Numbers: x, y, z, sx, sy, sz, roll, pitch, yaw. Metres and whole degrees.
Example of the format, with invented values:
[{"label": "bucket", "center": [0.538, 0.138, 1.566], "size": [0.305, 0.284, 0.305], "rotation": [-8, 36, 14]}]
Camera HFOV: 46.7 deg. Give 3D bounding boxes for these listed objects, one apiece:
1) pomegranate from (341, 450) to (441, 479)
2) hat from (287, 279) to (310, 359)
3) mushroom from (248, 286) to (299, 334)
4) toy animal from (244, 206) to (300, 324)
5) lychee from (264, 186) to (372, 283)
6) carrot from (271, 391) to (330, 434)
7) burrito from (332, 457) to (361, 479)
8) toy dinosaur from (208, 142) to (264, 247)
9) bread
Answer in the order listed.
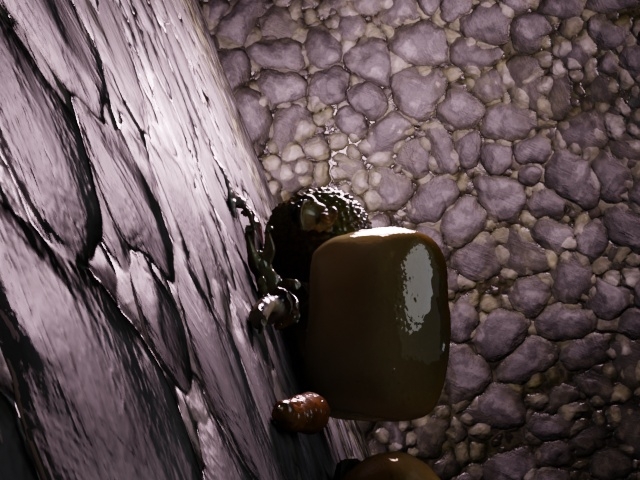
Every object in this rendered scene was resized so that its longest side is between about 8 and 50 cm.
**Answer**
[{"label": "pomegranate", "center": [0.099, 0.391, 1.051], "size": [0.196, 0.196, 0.196], "rotation": [159, -90, -90]}, {"label": "hat", "center": [-0.029, 0.165, 1.565], "size": [0.147, 0.084, 0.175], "rotation": [-113, -179, -60]}, {"label": "mushroom", "center": [-0.075, 0.105, 1.058], "size": [0.060, 0.061, 0.187], "rotation": [56, 10, 5]}, {"label": "toy animal", "center": [-0.086, 0.049, 1.215], "size": [0.086, 0.069, 0.220], "rotation": [15, -57, 63]}, {"label": "lychee", "center": [0.000, 0.007, 1.707], "size": [0.270, 0.269, 0.320], "rotation": [-111, -162, -54]}, {"label": "carrot", "center": [-0.024, 0.224, 0.958], "size": [0.248, 0.059, 0.059], "rotation": [59, 10, -76]}, {"label": "burrito", "center": [0.085, 0.463, 1.278], "size": [0.229, 0.089, 0.144], "rotation": [65, 6, -62]}, {"label": "toy dinosaur", "center": [-0.150, -0.075, 1.327], "size": [0.220, 0.032, 0.108], "rotation": [59, 3, 2]}, {"label": "bread", "center": [0.123, 0.163, 1.467], "size": [0.348, 0.252, 0.376], "rotation": [30, 59, -51]}]
